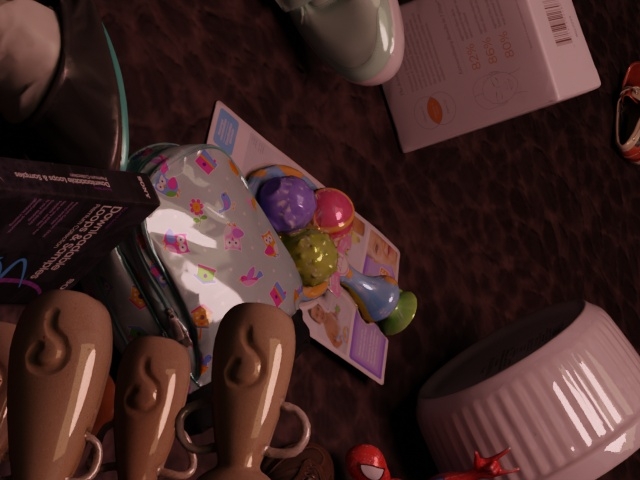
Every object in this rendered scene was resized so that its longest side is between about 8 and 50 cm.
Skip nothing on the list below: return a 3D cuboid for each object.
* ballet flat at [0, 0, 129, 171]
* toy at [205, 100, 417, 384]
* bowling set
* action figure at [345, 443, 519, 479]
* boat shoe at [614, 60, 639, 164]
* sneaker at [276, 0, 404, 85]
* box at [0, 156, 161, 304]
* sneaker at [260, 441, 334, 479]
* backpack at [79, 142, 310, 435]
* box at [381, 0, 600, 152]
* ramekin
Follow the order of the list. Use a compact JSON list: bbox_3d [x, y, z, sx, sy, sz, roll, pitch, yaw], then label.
[{"bbox_3d":[-0.193,-0.153,0.978,0.096,0.095,0.280,11,57,-41],"label":"ballet flat"},{"bbox_3d":[0.000,0.000,1.198,0.237,0.056,0.137,41,45,-37],"label":"toy"},{"bbox_3d":[-0.142,0.124,0.862,0.200,0.287,0.154,75,20,-70],"label":"bowling set"},{"bbox_3d":[0.114,0.273,1.183,0.280,0.139,0.091,61,36,-13],"label":"action figure"},{"bbox_3d":[0.369,-0.156,1.771,0.043,0.049,0.137,34,56,-40],"label":"boat shoe"},{"bbox_3d":[-0.034,-0.228,1.208,0.256,0.094,0.151,61,30,-1],"label":"sneaker"},{"bbox_3d":[-0.187,-0.003,0.892,0.162,0.116,0.029,2,54,-53],"label":"box"},{"bbox_3d":[-0.019,0.200,1.072,0.066,0.071,0.188,66,31,-13],"label":"sneaker"},{"bbox_3d":[-0.090,0.022,1.018,0.152,0.115,0.182,-41,108,-49],"label":"backpack"},{"bbox_3d":[0.143,-0.168,1.359,0.091,0.170,0.130,-21,94,-53],"label":"box"},{"bbox_3d":[0.178,0.136,1.266,0.109,0.207,0.207,60,37,-4],"label":"ramekin"}]
